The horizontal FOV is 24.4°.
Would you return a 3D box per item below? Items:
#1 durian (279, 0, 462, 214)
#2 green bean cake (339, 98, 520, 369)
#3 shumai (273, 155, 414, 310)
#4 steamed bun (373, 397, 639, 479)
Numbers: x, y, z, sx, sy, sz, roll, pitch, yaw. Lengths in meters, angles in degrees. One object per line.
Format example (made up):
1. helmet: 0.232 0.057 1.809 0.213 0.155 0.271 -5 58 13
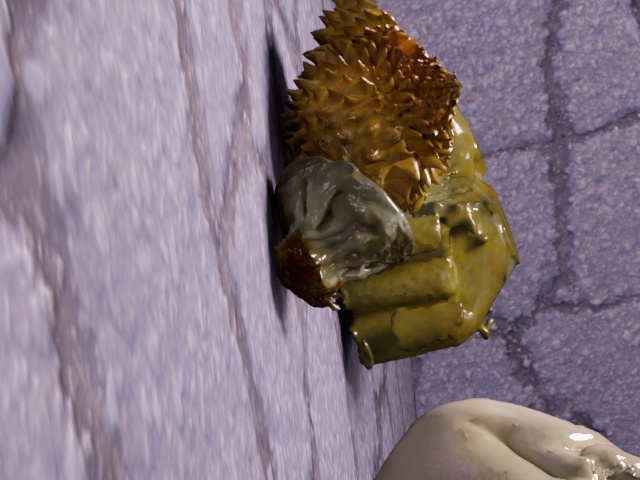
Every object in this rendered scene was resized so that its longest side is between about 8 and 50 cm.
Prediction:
1. durian: 0.030 -0.102 1.251 0.183 0.138 0.249 49 -2 5
2. green bean cake: 0.113 -0.028 1.663 0.310 0.202 0.285 -79 159 -75
3. shumai: 0.001 0.001 1.092 0.124 0.087 0.099 12 -39 50
4. steamed bun: 0.157 0.304 0.915 0.394 0.347 0.237 60 20 -24
